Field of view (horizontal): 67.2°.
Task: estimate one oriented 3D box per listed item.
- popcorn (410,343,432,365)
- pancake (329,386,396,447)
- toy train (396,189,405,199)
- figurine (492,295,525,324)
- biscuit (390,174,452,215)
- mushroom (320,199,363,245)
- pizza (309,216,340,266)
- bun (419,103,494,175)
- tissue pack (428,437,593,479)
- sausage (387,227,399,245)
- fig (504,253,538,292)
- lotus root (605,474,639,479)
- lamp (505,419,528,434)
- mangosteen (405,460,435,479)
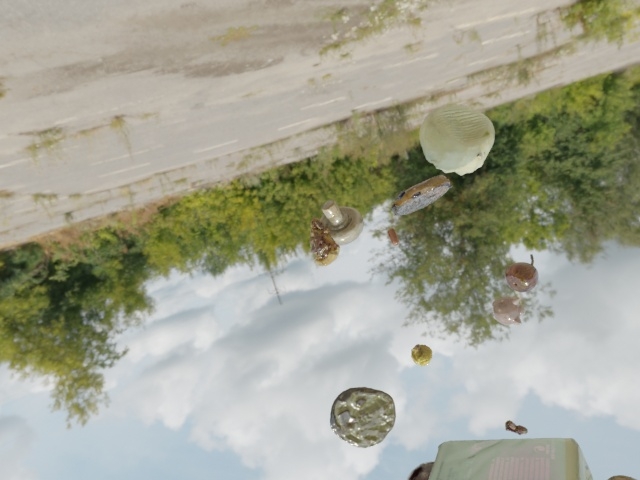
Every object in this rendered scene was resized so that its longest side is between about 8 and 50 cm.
[{"bbox_3d":[0.359,0.401,1.728,0.084,0.084,0.084,-17,-174,2],"label":"popcorn"},{"bbox_3d":[0.179,0.759,2.076,0.294,0.295,0.049,-18,-171,-3],"label":"pancake"},{"bbox_3d":[0.334,-0.187,2.006,0.017,0.017,0.083,-23,-167,32],"label":"toy train"},{"bbox_3d":[0.814,0.304,2.095,0.125,0.125,0.138,-21,-176,-31],"label":"figurine"},{"bbox_3d":[0.445,-0.204,2.167,0.295,0.075,0.296,-23,165,-6],"label":"biscuit"},{"bbox_3d":[0.089,-0.089,2.155,0.206,0.209,0.206,-6,-163,2],"label":"mushroom"},{"bbox_3d":[-0.002,0.001,1.843,0.069,0.194,0.154,-17,169,-28],"label":"pizza"},{"bbox_3d":[0.441,-0.325,1.597,0.259,0.259,0.160,-20,152,-23],"label":"bun"},{"bbox_3d":[0.370,0.597,0.959,0.331,0.206,0.405,-18,-172,30],"label":"tissue pack"},{"bbox_3d":[0.311,-0.014,2.054,0.034,0.083,0.034,-12,144,-9],"label":"sausage"},{"bbox_3d":[0.977,0.172,2.319,0.201,0.148,0.149,-5,141,-45],"label":"fig"},{"bbox_3d":[0.893,0.750,1.354,0.256,0.140,0.154,15,174,35],"label":"lotus root"},{"bbox_3d":[0.559,0.541,1.387,0.063,0.031,0.083,18,166,20],"label":"lamp"},{"bbox_3d":[0.446,0.939,1.731,0.293,0.297,0.297,-57,168,24],"label":"mangosteen"}]
